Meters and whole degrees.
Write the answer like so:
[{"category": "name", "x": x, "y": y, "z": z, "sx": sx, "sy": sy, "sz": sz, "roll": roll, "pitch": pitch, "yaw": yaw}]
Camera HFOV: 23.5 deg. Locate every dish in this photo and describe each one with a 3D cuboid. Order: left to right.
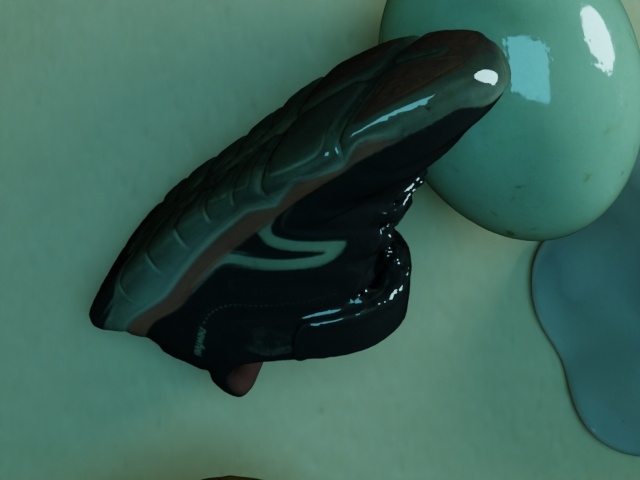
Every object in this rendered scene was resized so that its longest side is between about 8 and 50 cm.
[{"category": "dish", "x": 0.250, "y": 0.034, "z": 0.951, "sx": 0.229, "sy": 0.081, "sz": 0.229, "roll": 0, "pitch": 90, "yaw": -9}]

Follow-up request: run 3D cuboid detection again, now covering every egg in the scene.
[{"category": "egg", "x": 0.112, "y": -0.093, "z": 0.896, "sx": 0.149, "sy": 0.149, "sz": 0.192, "roll": -23, "pitch": 98, "yaw": -9}]

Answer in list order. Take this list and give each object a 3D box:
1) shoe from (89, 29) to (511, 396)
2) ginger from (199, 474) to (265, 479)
[{"category": "shoe", "x": 0.000, "y": 0.000, "z": 0.845, "sx": 0.137, "sy": 0.114, "sz": 0.291, "roll": 44, "pitch": 125, "yaw": -15}, {"category": "ginger", "x": -0.033, "y": 0.264, "z": 0.826, "sx": 0.358, "sy": 0.152, "sz": 0.274, "roll": 20, "pitch": 49, "yaw": -12}]
